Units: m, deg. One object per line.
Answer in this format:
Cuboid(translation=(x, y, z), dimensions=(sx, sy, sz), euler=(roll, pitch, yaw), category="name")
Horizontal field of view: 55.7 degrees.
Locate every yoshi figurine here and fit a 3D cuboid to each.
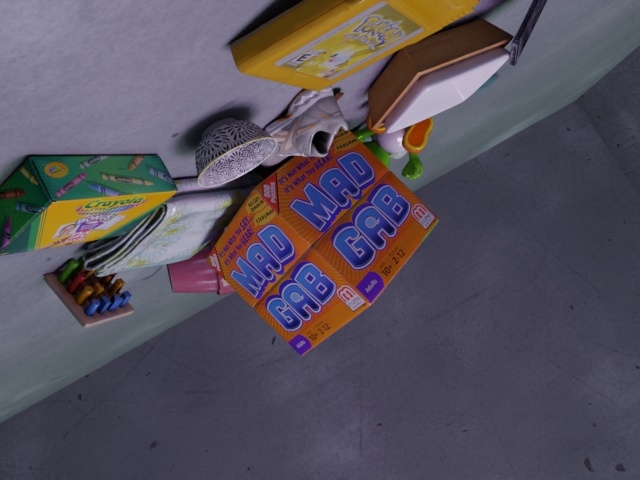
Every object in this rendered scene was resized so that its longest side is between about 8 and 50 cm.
Cuboid(translation=(0.174, -0.251, 1.638), dimensions=(0.203, 0.203, 0.362), euler=(-12, 178, -3), category="yoshi figurine")

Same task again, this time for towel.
Cuboid(translation=(-0.334, -0.038, 1.437), dimensions=(0.320, 0.090, 0.374), euler=(-33, 172, 30), category="towel")

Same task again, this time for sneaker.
Cuboid(translation=(-0.046, -0.208, 1.271), dimensions=(0.099, 0.121, 0.262), euler=(-22, 170, -43), category="sneaker")

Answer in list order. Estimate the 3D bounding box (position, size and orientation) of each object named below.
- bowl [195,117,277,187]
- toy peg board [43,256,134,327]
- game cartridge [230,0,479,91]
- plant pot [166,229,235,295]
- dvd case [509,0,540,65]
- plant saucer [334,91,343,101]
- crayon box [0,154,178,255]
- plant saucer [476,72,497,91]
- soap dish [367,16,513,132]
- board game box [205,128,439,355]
Cuboid(translation=(-0.173, -0.178, 1.138), dimensions=(0.170, 0.080, 0.170), euler=(-29, 172, -4), category="bowl")
Cuboid(translation=(-0.530, 0.107, 1.434), dimensions=(0.079, 0.160, 0.161), euler=(-50, 166, 20), category="toy peg board")
Cuboid(translation=(0.067, -0.328, 0.929), dimensions=(0.324, 0.052, 0.285), euler=(-19, 179, 27), category="game cartridge")
Cuboid(translation=(-0.356, 0.072, 1.776), dimensions=(0.180, 0.201, 0.201), euler=(-11, 167, -17), category="plant pot")
Cuboid(translation=(0.453, -0.491, 1.268), dimensions=(0.221, 0.018, 0.164), euler=(-65, 166, 9), category="dvd case")
Cuboid(translation=(0.018, -0.289, 1.303), dimensions=(0.083, 0.013, 0.083), euler=(-47, -173, 8), category="plant saucer")
Cuboid(translation=(-0.395, -0.066, 1.015), dimensions=(0.165, 0.081, 0.278), euler=(-33, 172, 27), category="crayon box")
Cuboid(translation=(0.483, -0.482, 1.912), dimensions=(0.192, 0.018, 0.067), euler=(-25, 171, -31), category="plant saucer")
Cuboid(translation=(0.259, -0.373, 1.365), dimensions=(0.291, 0.118, 0.229), euler=(-26, 172, -26), category="soap dish")
Cuboid(translation=(0.000, 0.000, 1.532), dimensions=(0.356, 0.356, 0.356), euler=(-45, 179, -40), category="board game box")
